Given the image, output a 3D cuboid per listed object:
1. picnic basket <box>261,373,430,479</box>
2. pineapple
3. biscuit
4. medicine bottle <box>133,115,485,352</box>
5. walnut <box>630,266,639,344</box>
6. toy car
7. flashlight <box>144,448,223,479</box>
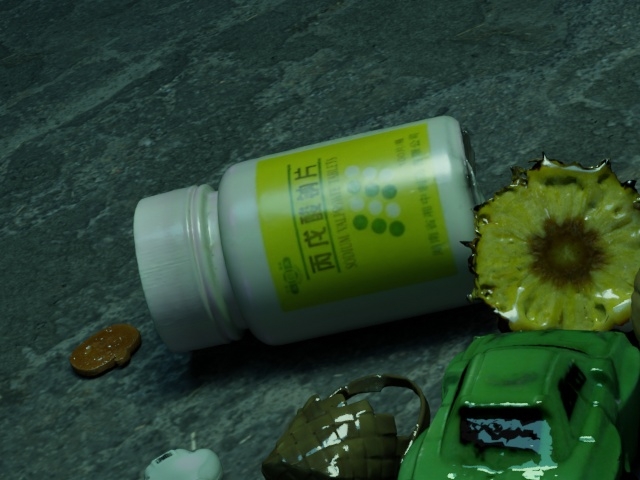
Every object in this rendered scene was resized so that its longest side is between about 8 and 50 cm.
[{"bbox_3d":[0.034,0.198,1.494,0.128,0.138,0.178,-1,40,28],"label":"picnic basket"},{"bbox_3d":[0.248,0.018,1.605,0.225,0.225,0.076,-12,-8,10],"label":"pineapple"},{"bbox_3d":[-0.252,0.132,1.878,0.091,0.015,0.078,-34,35,-26],"label":"biscuit"},{"bbox_3d":[0.000,0.000,1.768,0.379,0.213,0.213,-13,30,9],"label":"medicine bottle"},{"bbox_3d":[0.419,0.066,1.446,0.261,0.225,0.225,10,39,30],"label":"walnut"},{"bbox_3d":[0.182,0.184,1.406,0.213,0.176,0.358,-2,33,23],"label":"toy car"},{"bbox_3d":[-0.109,0.270,1.545,0.093,0.047,0.200,-29,35,-18],"label":"flashlight"}]
